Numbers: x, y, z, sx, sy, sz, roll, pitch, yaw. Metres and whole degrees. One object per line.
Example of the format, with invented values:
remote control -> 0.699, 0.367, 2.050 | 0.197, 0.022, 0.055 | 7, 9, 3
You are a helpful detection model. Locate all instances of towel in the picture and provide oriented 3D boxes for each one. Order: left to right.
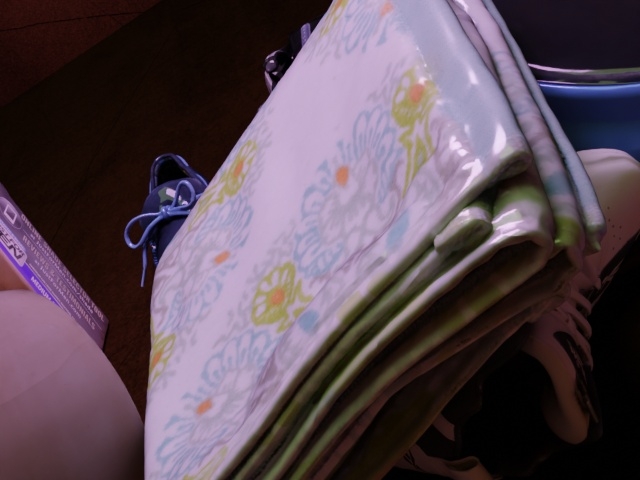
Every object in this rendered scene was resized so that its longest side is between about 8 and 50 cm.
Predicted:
towel -> 0.000, 0.000, 0.744 | 0.320, 0.090, 0.374 | -50, 23, 23

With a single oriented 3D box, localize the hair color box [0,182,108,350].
hair color box -> -0.391, 0.111, 1.163 | 0.338, 0.185, 0.110 | -31, 22, 8

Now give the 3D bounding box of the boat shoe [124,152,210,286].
boat shoe -> -0.141, -0.013, 1.196 | 0.109, 0.089, 0.258 | -35, 22, -2

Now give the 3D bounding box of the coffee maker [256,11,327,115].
coffee maker -> 0.025, -0.152, 1.248 | 0.171, 0.120, 0.178 | -7, 27, 3

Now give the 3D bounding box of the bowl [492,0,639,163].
bowl -> 0.247, -0.190, 0.883 | 0.391, 0.077, 0.391 | -14, 39, 12

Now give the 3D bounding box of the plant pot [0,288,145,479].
plant pot -> -0.264, 0.174, 0.763 | 0.280, 0.323, 0.323 | -28, 15, -36

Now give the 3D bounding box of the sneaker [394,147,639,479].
sneaker -> 0.131, 0.047, 0.691 | 0.235, 0.094, 0.153 | -39, 24, -12
